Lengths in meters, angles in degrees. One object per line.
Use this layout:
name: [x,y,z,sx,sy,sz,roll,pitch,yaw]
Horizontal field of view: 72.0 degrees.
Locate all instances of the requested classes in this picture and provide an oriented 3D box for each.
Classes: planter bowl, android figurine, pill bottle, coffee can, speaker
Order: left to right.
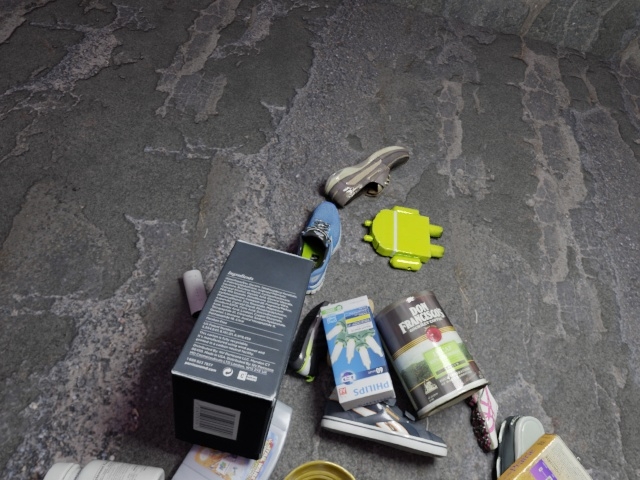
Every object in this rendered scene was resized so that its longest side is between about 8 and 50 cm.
pill bottle: [-0.471,0.550,0.953,0.229,0.131,0.131,9,56,-3]
speaker: [-0.361,0.155,1.278,0.055,0.055,0.136,-14,60,-18]
planter bowl: [-0.006,0.626,1.002,0.217,0.090,0.217,4,57,-7]
android figurine: [0.281,-0.015,1.493,0.272,0.056,0.248,8,56,-5]
coffee can: [0.287,0.304,1.191,0.201,0.202,0.275,-16,59,-19]

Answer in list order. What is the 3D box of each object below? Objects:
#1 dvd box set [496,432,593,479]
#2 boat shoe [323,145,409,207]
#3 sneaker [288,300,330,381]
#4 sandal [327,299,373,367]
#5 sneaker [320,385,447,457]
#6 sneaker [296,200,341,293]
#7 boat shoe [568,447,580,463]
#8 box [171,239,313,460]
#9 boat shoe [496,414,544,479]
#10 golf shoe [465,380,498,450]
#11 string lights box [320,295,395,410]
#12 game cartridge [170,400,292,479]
dvd box set: [0.480,0.697,0.981,0.420,0.062,0.308,-34,78,-17]
boat shoe: [0.182,-0.219,1.585,0.355,0.132,0.130,-29,75,-15]
sneaker: [-0.011,0.286,1.251,0.097,0.084,0.235,37,55,-16]
sandal: [0.108,0.261,1.251,0.079,0.088,0.240,1,41,41]
sneaker: [0.170,0.455,1.122,0.320,0.126,0.128,15,61,3]
sneaker: [0.000,0.000,1.384,0.129,0.147,0.330,14,55,1]
boat shoe: [0.615,0.633,1.110,0.076,0.080,0.229,26,49,10]
box: [-0.175,0.251,1.054,0.211,0.294,0.396,15,42,0]
boat shoe: [0.497,0.598,1.102,0.114,0.091,0.303,23,68,-8]
golf shoe: [0.453,0.467,1.195,0.085,0.067,0.186,1,56,-10]
string lights box: [0.092,0.284,1.131,0.133,0.077,0.260,-16,52,4]
game cartridge: [-0.201,0.510,1.072,0.198,0.062,0.297,24,56,12]
